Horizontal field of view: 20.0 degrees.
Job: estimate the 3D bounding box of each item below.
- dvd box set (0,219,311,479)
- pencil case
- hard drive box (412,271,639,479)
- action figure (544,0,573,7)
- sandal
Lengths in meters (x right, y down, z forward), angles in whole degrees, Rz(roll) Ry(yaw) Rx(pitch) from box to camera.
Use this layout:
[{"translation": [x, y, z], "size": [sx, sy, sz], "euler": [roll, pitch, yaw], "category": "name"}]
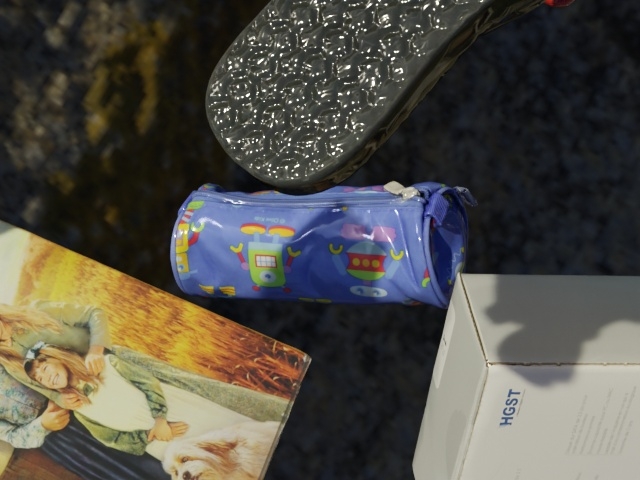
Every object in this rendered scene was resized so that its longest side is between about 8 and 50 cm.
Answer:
[{"translation": [-0.250, 0.132, 1.280], "size": [0.062, 0.420, 0.308], "euler": [118, -4, -60], "category": "dvd box set"}, {"translation": [0.000, 0.000, 1.816], "size": [0.119, 0.306, 0.133], "euler": [-60, 144, -50], "category": "pencil case"}, {"translation": [0.192, 0.116, 1.182], "size": [0.232, 0.089, 0.181], "euler": [1, 130, -12], "category": "hard drive box"}, {"translation": [0.135, -0.271, 1.574], "size": [0.280, 0.139, 0.091], "euler": [10, 108, -39], "category": "action figure"}, {"translation": [0.101, -0.211, 1.332], "size": [0.446, 0.167, 0.107], "euler": [-40, 165, 6], "category": "sandal"}]
